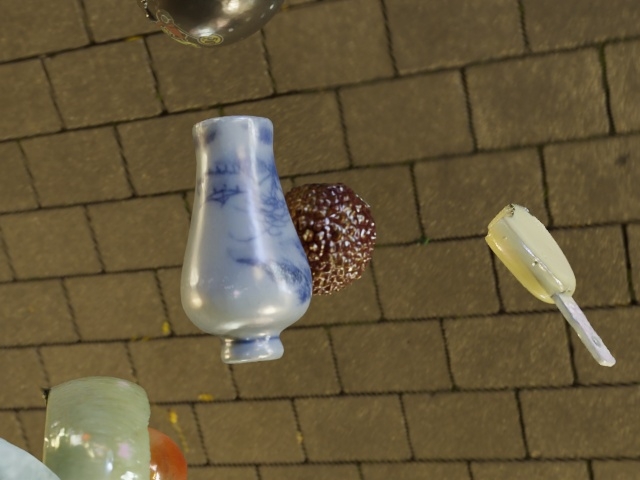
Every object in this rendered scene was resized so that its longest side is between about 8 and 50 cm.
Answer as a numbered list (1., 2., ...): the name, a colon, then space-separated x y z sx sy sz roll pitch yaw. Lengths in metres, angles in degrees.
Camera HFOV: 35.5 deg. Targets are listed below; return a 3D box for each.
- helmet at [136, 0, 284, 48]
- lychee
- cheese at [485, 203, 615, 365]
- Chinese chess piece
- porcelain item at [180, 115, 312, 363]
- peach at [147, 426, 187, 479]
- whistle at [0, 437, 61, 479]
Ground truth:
1. helmet: -0.136 -0.388 1.520 0.279 0.230 0.160 -30 105 -12
2. lychee: 0.000 0.000 1.566 0.188 0.188 0.188 7 112 18
3. cheese: 0.297 0.056 1.283 0.050 0.127 0.255 -46 53 23
4. Chinese chess piece: -0.310 0.358 1.339 0.147 0.349 0.349 2 114 -14
5. porcelain item: -0.085 0.001 1.071 0.141 0.141 0.259 -10 83 24
6. peach: -0.308 0.389 1.649 0.184 0.184 0.184 7 112 18
7. whistle: -0.249 0.295 0.802 0.405 0.168 0.188 29 134 -10
